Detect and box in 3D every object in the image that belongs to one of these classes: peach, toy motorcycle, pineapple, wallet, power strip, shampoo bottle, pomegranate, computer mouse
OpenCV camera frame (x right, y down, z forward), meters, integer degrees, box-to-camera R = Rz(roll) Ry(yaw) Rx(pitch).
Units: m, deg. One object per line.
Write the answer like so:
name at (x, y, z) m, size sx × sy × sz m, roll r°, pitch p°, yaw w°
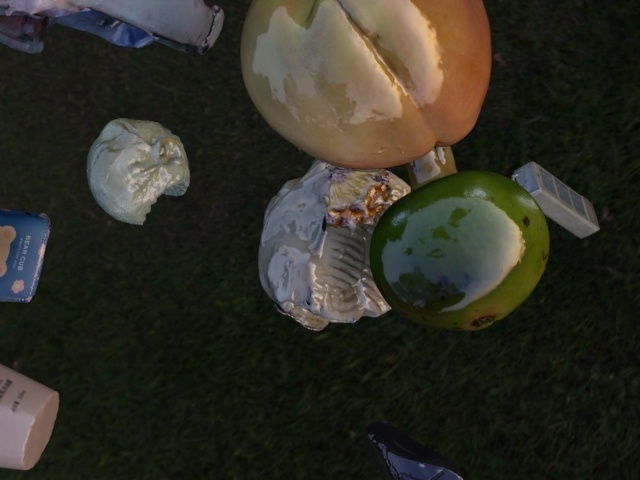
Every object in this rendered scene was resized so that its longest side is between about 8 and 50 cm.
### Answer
peach at (0.037, -0.135, 0.636) m, size 0.184 × 0.184 × 0.184 m, roll 5°, pitch 100°, yaw 25°
toy motorcycle at (-0.233, -0.238, 0.828) m, size 0.182 × 0.319 × 0.241 m, roll -39°, pitch 88°, yaw 13°
pineapple at (0.050, -0.076, 1.465) m, size 0.116 × 0.137 × 0.069 m, roll 43°, pitch 150°, yaw 30°
wallet at (-0.480, 0.019, 1.211) m, size 0.059 × 0.202 × 0.141 m, roll 15°, pitch 94°, yaw 33°
power strip at (0.481, -0.081, 1.779) m, size 0.052 × 0.272 × 0.078 m, roll -30°, pitch 51°, yaw 33°
shampoo bottle at (-0.381, 0.141, 0.818) m, size 0.256 × 0.127 × 0.078 m, roll 14°, pitch 132°, yaw 2°
pomegranate at (0.214, -0.024, 1.493) m, size 0.309 × 0.216 × 0.359 m, roll -22°, pitch 75°, yaw 20°
computer mouse at (0.142, 0.369, 1.383) m, size 0.217 × 0.073 × 0.122 m, roll 20°, pitch 138°, yaw 53°

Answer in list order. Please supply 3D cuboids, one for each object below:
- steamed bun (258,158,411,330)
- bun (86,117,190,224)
steamed bun at (0.000, 0.000, 1.699) m, size 0.237 × 0.394 × 0.347 m, roll 0°, pitch 120°, yaw 40°
bun at (-0.327, -0.135, 1.639) m, size 0.126 × 0.204 × 0.213 m, roll -21°, pitch 47°, yaw 43°
